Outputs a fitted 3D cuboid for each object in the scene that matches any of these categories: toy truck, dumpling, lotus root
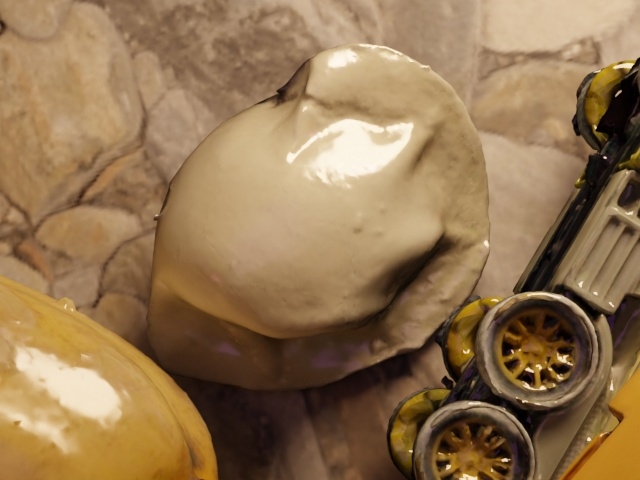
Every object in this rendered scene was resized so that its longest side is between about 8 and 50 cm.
[{"bbox_3d":[0.148,0.042,0.592,0.157,0.124,0.272,31,85,-2],"label":"toy truck"},{"bbox_3d":[0.001,-0.001,0.643,0.150,0.092,0.176,34,75,0],"label":"dumpling"},{"bbox_3d":[-0.163,0.087,0.599,0.342,0.169,0.152,24,87,12],"label":"lotus root"}]

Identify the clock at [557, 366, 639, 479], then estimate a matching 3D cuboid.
[{"bbox_3d":[0.211,0.180,0.475,0.244,0.200,0.317,-48,112,-2],"label":"clock"}]
